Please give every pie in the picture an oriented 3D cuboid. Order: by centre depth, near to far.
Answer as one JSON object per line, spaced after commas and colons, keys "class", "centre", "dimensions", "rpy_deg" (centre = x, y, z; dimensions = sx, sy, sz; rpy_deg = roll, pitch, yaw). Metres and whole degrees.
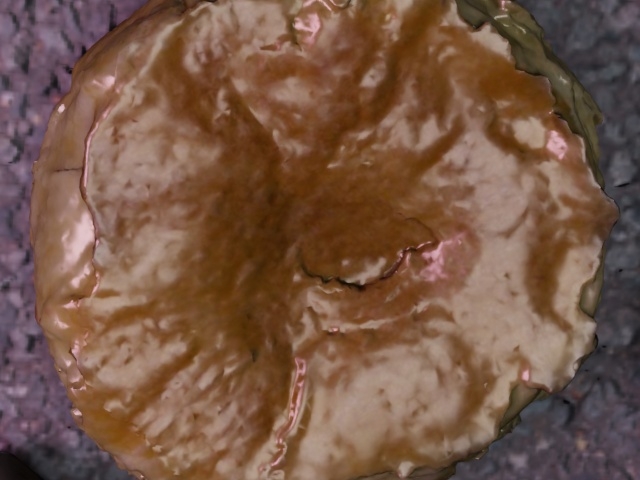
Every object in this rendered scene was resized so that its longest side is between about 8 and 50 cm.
{"class": "pie", "centre": [0.000, 0.000, 1.005], "dimensions": [0.339, 0.083, 0.339], "rpy_deg": [-2, 106, -7]}

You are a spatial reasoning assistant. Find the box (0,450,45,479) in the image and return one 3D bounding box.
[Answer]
{"class": "box", "centre": [-0.179, 0.220, 0.971], "dimensions": [0.148, 0.210, 0.129], "rpy_deg": [-29, 117, -1]}
